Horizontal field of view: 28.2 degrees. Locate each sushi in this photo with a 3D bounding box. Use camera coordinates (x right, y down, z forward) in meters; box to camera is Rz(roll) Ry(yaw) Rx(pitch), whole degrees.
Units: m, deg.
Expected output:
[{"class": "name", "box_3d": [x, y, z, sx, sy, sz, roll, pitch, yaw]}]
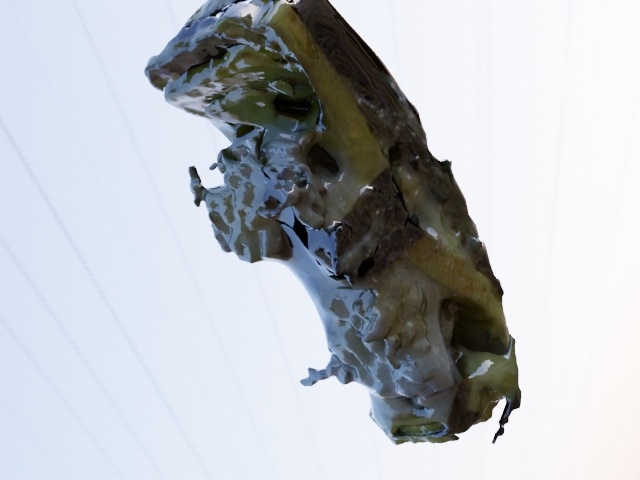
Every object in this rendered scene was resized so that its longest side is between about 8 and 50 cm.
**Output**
[{"class": "sushi", "box_3d": [0.003, -0.004, 0.709, 0.291, 0.139, 0.131, 55, -135, -25]}]
